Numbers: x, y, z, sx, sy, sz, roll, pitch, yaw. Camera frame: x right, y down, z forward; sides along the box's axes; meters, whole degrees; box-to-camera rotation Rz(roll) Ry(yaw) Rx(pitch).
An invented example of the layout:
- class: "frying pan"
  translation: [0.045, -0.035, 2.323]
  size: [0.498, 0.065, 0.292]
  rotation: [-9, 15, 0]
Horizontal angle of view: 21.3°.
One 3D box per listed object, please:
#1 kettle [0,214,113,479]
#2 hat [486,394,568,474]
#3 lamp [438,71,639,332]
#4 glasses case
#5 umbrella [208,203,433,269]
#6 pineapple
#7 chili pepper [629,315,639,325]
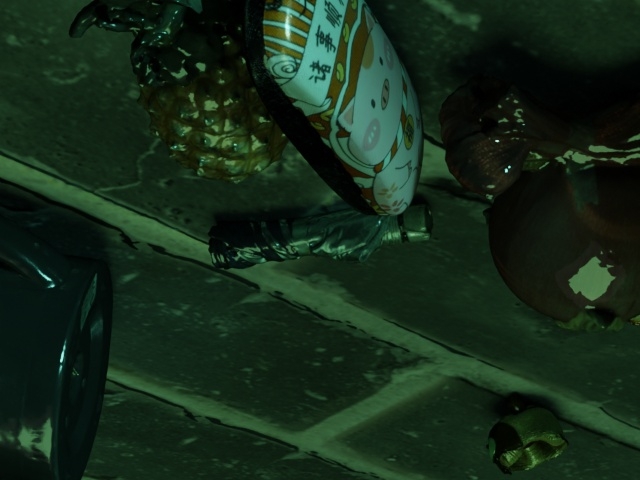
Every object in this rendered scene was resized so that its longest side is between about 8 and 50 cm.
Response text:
- class: "kettle"
  translation: [-0.334, 0.071, 1.440]
  size: [0.290, 0.207, 0.268]
  rotation: [10, 120, 4]
- class: "hat"
  translation: [0.203, 0.193, 1.704]
  size: [0.076, 0.059, 0.077]
  rotation: [-23, 149, 9]
- class: "lamp"
  translation: [0.187, -0.029, 1.273]
  size: [0.215, 0.151, 0.223]
  rotation: [-7, 109, -14]
- class: "glasses case"
  translation: [0.014, -0.104, 1.165]
  size: [0.067, 0.103, 0.266]
  rotation: [-2, 156, 21]
- class: "umbrella"
  translation: [0.000, 0.000, 1.408]
  size: [0.188, 0.050, 0.046]
  rotation: [-6, 169, 12]
- class: "pineapple"
  translation: [-0.097, -0.140, 1.130]
  size: [0.119, 0.111, 0.237]
  rotation: [-17, 143, 16]
- class: "chili pepper"
  translation: [0.346, 0.059, 1.504]
  size: [0.178, 0.027, 0.045]
  rotation: [1, 153, 3]
